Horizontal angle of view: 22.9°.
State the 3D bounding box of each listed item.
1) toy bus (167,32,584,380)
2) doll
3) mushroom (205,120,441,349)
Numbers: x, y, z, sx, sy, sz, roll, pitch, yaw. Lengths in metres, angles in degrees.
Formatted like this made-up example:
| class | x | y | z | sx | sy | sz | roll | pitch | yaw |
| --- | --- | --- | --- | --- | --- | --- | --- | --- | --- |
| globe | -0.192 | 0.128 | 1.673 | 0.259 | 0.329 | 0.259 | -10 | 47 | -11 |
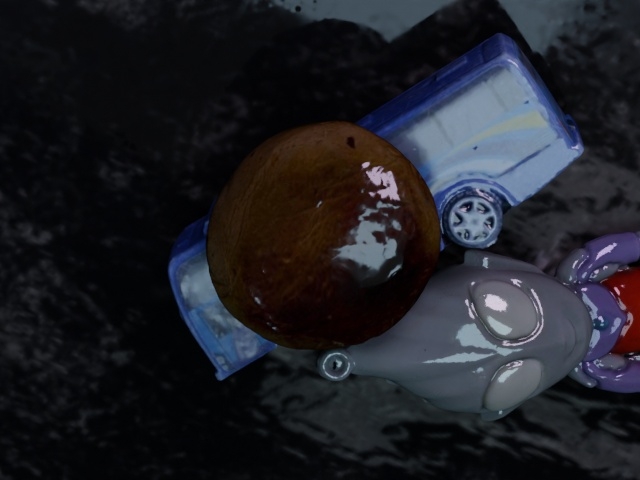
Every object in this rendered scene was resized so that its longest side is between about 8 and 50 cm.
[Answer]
| class | x | y | z | sx | sy | sz | roll | pitch | yaw |
| --- | --- | --- | --- | --- | --- | --- | --- | --- | --- |
| toy bus | 0.025 | -0.019 | 0.858 | 0.236 | 0.079 | 0.094 | -31 | 97 | 12 |
| doll | 0.109 | 0.052 | 0.895 | 0.227 | 0.075 | 0.102 | -7 | 100 | -11 |
| mushroom | 0.000 | 0.000 | 0.799 | 0.123 | 0.052 | 0.123 | 2 | 99 | 11 |
